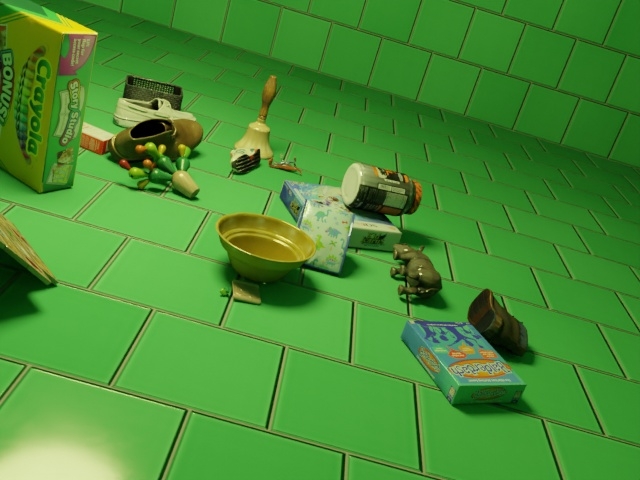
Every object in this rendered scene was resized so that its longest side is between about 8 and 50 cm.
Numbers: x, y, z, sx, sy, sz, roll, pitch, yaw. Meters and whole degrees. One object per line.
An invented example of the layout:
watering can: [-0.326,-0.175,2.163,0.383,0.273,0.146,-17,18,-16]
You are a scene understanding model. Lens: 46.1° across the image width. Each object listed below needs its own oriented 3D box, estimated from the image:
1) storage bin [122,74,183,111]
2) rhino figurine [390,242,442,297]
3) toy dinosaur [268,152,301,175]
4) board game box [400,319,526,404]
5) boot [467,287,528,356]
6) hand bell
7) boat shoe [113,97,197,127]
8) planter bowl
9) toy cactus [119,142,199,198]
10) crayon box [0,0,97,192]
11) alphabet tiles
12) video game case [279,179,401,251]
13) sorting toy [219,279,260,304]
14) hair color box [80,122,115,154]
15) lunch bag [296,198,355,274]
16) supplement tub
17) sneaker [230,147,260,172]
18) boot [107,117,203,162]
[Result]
storage bin: [-0.534,-0.454,2.389,0.180,0.084,0.122,9,25,-17]
rhino figurine: [0.221,0.062,1.780,0.106,0.073,0.243,9,23,-8]
toy dinosaur: [-0.110,-0.227,2.238,0.082,0.047,0.090,-18,48,-25]
board game box: [0.274,0.234,1.466,0.160,0.047,0.210,5,27,-27]
boot: [0.390,0.183,1.659,0.106,0.082,0.219,38,18,-6]
hand bell: [-0.174,-0.382,2.278,0.126,0.242,0.126,14,24,-7]
boat shoe: [-0.489,-0.385,2.260,0.267,0.088,0.096,0,28,-34]
planter bowl: [-0.125,0.029,1.591,0.217,0.090,0.217,15,23,-7]
toy cactus: [-0.381,-0.168,1.874,0.180,0.112,0.219,43,26,10]
crayon box: [-0.665,-0.337,1.686,0.313,0.363,0.106,29,26,27]
alphabet tiles: [-0.589,-0.053,1.310,0.342,0.011,0.285,38,-13,39]
video game case: [0.048,-0.069,1.966,0.244,0.061,0.269,7,25,-25]
sorting toy: [-0.161,0.102,1.502,0.083,0.012,0.062,14,28,-16]
hair color box: [-0.616,-0.275,1.986,0.141,0.043,0.072,23,24,11]
lunch bag: [0.000,0.000,1.733,0.128,0.096,0.151,15,57,-4]
supplement tub: [0.160,-0.128,1.953,0.190,0.117,0.117,10,24,-24]
sneaker: [-0.233,-0.231,2.156,0.075,0.057,0.161,7,21,20]
boot: [-0.410,-0.279,2.005,0.305,0.115,0.112,-24,86,-50]
